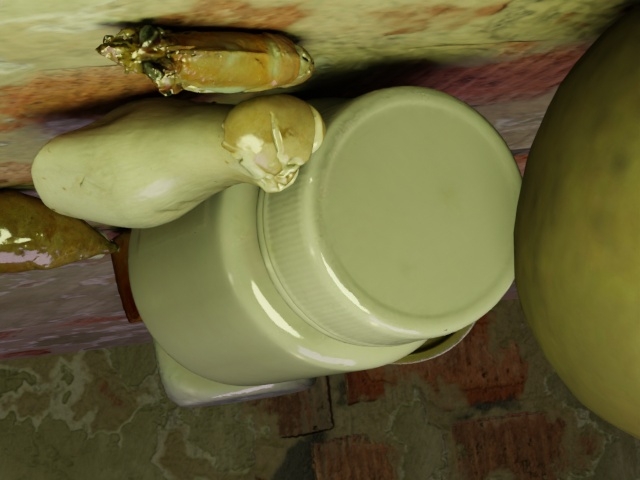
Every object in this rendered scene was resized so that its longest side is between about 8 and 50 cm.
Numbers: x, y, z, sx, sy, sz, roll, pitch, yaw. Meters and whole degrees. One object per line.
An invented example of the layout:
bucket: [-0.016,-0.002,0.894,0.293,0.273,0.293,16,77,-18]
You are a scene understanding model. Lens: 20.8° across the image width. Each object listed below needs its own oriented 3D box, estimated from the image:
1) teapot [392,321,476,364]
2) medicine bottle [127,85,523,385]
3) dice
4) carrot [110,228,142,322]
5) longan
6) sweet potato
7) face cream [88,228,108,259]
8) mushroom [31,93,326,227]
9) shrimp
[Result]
teapot: [0.068,0.002,1.718,0.268,0.185,0.175,21,-155,-1]
medicine bottle: [0.000,0.000,1.338,0.208,0.208,0.340,-5,174,-26]
dice: [-0.114,0.116,2.300,0.193,0.194,0.192,-11,174,6]
carrot: [-0.071,0.013,1.892,0.307,0.100,0.258,-11,178,-8]
longan: [0.307,-0.019,1.118,0.404,0.336,0.404,-41,-172,7]
sweet potato: [-0.311,-0.009,1.528,0.269,0.074,0.075,2,172,-7]
face cream: [-0.274,0.003,1.809,0.034,0.034,0.130,-12,172,31]
mushroom: [-0.094,-0.054,1.208,0.225,0.093,0.116,0,-175,34]
shrimp: [-0.073,-0.107,1.086,0.091,0.043,0.184,-8,175,30]
